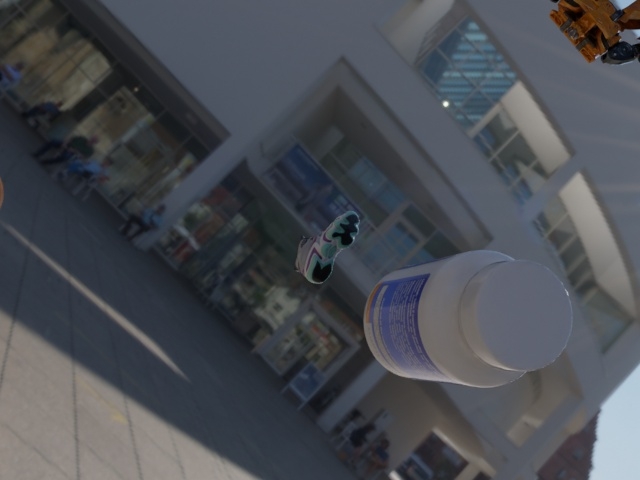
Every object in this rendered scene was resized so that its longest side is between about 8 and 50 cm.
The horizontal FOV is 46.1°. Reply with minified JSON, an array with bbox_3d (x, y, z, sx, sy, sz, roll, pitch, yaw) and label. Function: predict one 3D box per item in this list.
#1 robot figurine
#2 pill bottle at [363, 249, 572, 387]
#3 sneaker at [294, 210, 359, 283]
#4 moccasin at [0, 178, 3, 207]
[{"bbox_3d":[0.503,-0.401,1.252,0.211,0.291,0.085,52,-21,6],"label":"robot figurine"},{"bbox_3d":[0.163,0.092,0.873,0.152,0.152,0.272,46,-17,-7],"label":"pill bottle"},{"bbox_3d":[0.000,0.000,0.910,0.038,0.098,0.069,42,-10,-35],"label":"sneaker"},{"bbox_3d":[-0.341,-0.004,0.323,0.147,0.379,0.139,-172,-112,-78],"label":"moccasin"}]
